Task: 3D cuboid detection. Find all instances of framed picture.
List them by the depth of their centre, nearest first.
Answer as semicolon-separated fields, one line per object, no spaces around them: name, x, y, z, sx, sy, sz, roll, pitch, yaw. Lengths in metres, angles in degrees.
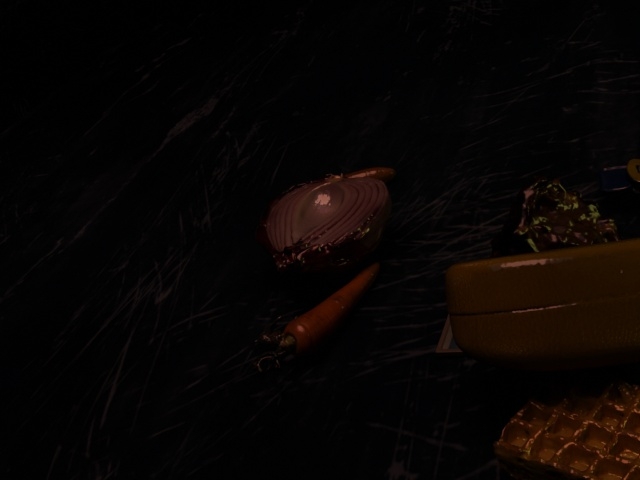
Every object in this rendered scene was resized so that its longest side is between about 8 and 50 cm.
framed picture;0.232;0.112;1.177;0.109;0.011;0.149;-5;34;27

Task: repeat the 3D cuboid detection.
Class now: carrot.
carrot;0.026;0.107;1.292;0.061;0.061;0.257;7;30;40
carrot;0.079;-0.119;1.626;0.139;0.048;0.048;-16;30;8

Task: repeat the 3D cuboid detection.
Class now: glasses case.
glasses case;0.340;0.072;0.971;0.371;0.141;0.173;-8;-3;-8

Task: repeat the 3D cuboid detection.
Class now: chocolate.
chocolate;0.324;-0.002;1.125;0.206;0.177;0.224;1;37;28

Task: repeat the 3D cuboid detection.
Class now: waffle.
waffle;0.320;0.217;0.896;0.211;0.055;0.160;9;40;45

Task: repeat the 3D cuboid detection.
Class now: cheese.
cheese;0.558;-0.108;1.270;0.250;0.064;0.156;-8;30;18

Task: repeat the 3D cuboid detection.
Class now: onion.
onion;0.000;0.000;1.404;0.227;0.120;0.283;-2;32;28

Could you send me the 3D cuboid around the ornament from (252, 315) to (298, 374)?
ornament;-0.074;0.163;1.281;0.073;0.028;0.125;-3;33;29
